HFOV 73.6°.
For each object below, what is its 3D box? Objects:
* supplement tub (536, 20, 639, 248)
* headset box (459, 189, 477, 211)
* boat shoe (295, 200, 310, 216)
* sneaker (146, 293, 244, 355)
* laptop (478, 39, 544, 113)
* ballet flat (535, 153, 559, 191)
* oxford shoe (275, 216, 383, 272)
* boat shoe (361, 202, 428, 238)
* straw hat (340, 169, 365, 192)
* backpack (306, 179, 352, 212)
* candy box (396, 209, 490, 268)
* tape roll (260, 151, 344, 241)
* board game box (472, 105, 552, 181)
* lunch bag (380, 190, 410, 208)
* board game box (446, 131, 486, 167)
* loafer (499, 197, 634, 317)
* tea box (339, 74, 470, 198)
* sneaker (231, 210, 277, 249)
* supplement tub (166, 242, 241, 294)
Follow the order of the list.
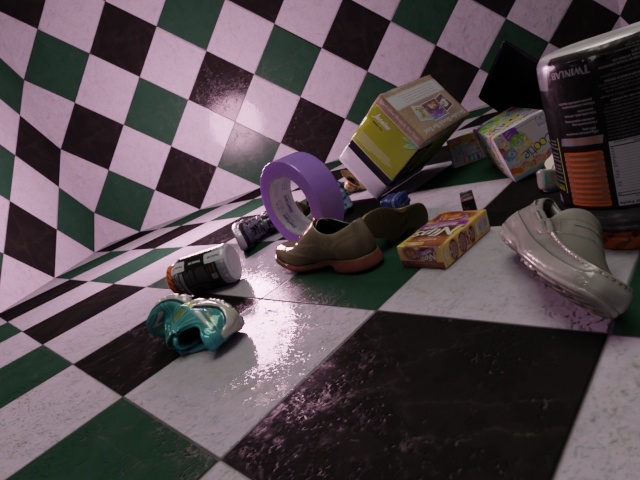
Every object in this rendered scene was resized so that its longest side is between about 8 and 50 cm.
[{"bbox_3d":[0.468,-0.158,0.666,0.194,0.315,0.193,-18,17,6],"label":"supplement tub"},{"bbox_3d":[0.352,-0.077,1.007,0.032,0.062,0.083,-15,17,22],"label":"headset box"},{"bbox_3d":[-0.085,-0.117,1.640,0.095,0.095,0.257,-18,15,-11],"label":"boat shoe"},{"bbox_3d":[-0.287,0.180,0.897,0.275,0.107,0.110,-9,29,37],"label":"sneaker"},{"bbox_3d":[0.734,-0.458,1.251,0.408,0.236,0.382,-18,-7,9],"label":"laptop"},{"bbox_3d":[0.591,-0.186,1.059,0.072,0.068,0.213,-6,21,45],"label":"ballet flat"},{"bbox_3d":[0.000,0.000,1.065,0.348,0.130,0.123,-5,22,44],"label":"oxford shoe"},{"bbox_3d":[0.177,-0.045,1.082,0.224,0.080,0.073,-15,-4,-34],"label":"boat shoe"},{"bbox_3d":[0.131,-0.234,1.797,0.061,0.144,0.144,-56,-1,27],"label":"straw hat"},{"bbox_3d":[0.031,-0.144,1.540,0.158,0.116,0.173,-22,19,-2],"label":"backpack"},{"bbox_3d":[0.263,-0.006,0.904,0.187,0.053,0.109,-34,21,-35],"label":"candy box"},{"bbox_3d":[-0.059,-0.118,1.268,0.090,0.274,0.275,-30,18,-35],"label":"tape roll"},{"bbox_3d":[0.569,-0.292,1.257,0.144,0.142,0.275,-30,13,17],"label":"board game box"},{"bbox_3d":[0.226,-0.103,1.243,0.065,0.067,0.098,-9,18,35],"label":"lunch bag"},{"bbox_3d":[0.548,-0.339,1.557,0.154,0.103,0.026,-20,16,6],"label":"board game box"},{"bbox_3d":[0.350,0.004,0.616,0.111,0.112,0.319,-53,7,18],"label":"loafer"},{"bbox_3d":[0.299,-0.373,1.541,0.329,0.220,0.323,-34,-11,-39],"label":"tea box"},{"bbox_3d":[-0.227,-0.049,1.564,0.153,0.101,0.268,-22,13,4],"label":"sneaker"},{"bbox_3d":[-0.333,0.087,1.222,0.191,0.117,0.117,-18,16,10],"label":"supplement tub"}]
